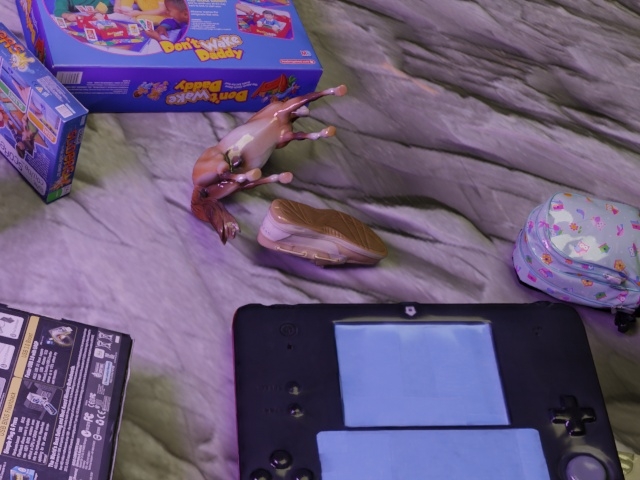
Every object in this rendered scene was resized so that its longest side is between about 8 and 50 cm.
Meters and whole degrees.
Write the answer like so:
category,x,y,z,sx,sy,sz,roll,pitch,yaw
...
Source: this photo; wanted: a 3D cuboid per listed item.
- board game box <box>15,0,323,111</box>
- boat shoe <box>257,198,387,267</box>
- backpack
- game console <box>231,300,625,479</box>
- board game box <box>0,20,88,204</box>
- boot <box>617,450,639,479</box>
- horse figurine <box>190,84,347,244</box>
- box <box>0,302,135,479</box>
category,x,y,z,sx,sy,sz,roll,pitch,yaw
board game box,-0.197,-0.273,1.608,0.347,0.078,0.233,-3,52,-25
boat shoe,0.000,0.000,1.464,0.170,0.059,0.063,18,33,-33
backpack,0.332,0.013,1.554,0.182,0.115,0.152,14,49,-8
game console,0.108,0.202,1.272,0.387,0.060,0.342,1,54,-8
board game box,-0.343,-0.155,1.402,0.035,0.136,0.201,-30,67,-38
boot,0.340,0.312,1.318,0.213,0.077,0.165,23,44,5
horse figurine,-0.075,-0.102,1.480,0.263,0.174,0.066,-49,118,-31
box,-0.333,0.178,1.056,0.318,0.097,0.395,16,26,-12
